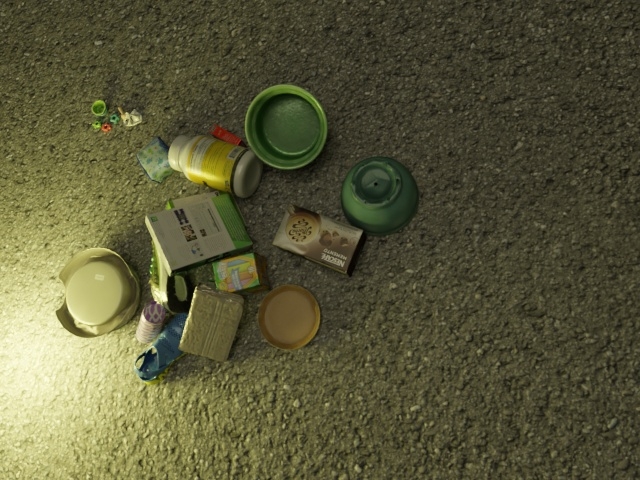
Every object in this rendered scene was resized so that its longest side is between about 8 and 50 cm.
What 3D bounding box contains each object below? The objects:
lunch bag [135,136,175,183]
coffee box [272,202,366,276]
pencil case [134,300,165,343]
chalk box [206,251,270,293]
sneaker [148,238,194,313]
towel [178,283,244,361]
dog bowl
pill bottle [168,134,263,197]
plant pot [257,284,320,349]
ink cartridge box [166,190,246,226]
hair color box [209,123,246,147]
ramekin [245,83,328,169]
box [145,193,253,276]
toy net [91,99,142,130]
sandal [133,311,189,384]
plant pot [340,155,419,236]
[{"bbox_3d":[-0.669,-0.331,1.960,0.129,0.096,0.151,-38,84,2],"label":"lunch bag"},{"bbox_3d":[0.000,0.000,1.747,0.297,0.119,0.168,22,83,15],"label":"coffee box"},{"bbox_3d":[-0.632,0.308,1.779,0.086,0.206,0.088,13,52,-23],"label":"pencil case"},{"bbox_3d":[-0.313,0.139,1.776,0.213,0.132,0.132,-16,76,9],"label":"chalk box"},{"bbox_3d":[-0.614,0.103,1.845,0.182,0.158,0.410,-24,65,29],"label":"sneaker"},{"bbox_3d":[-0.391,0.300,1.722,0.187,0.049,0.282,18,109,-9],"label":"towel"},{"bbox_3d":[-0.869,0.209,1.887,0.348,0.102,0.349,-2,78,10],"label":"dog bowl"},{"bbox_3d":[-0.408,-0.297,1.853,0.333,0.188,0.188,19,83,15],"label":"pill bottle"},{"bbox_3d":[-0.114,0.281,1.758,0.236,0.032,0.236,-2,79,11],"label":"plant pot"},{"bbox_3d":[-0.445,-0.081,1.870,0.255,0.097,0.189,-17,72,-30],"label":"ink cartridge box"},{"bbox_3d":[-0.373,-0.409,1.929,0.141,0.072,0.043,31,85,15],"label":"hair color box"},{"bbox_3d":[-0.117,-0.426,1.790,0.303,0.148,0.303,2,107,5],"label":"ramekin"},{"bbox_3d":[-0.441,-0.027,1.752,0.322,0.058,0.232,-20,73,-29],"label":"box"},{"bbox_3d":[-0.886,-0.531,2.069,0.232,0.045,0.122,12,81,13],"label":"toy net"},{"bbox_3d":[-0.575,0.402,1.773,0.126,0.138,0.317,33,85,17],"label":"sandal"},{"bbox_3d":[0.202,-0.177,1.704,0.293,0.196,0.293,-2,78,11],"label":"plant pot"}]
